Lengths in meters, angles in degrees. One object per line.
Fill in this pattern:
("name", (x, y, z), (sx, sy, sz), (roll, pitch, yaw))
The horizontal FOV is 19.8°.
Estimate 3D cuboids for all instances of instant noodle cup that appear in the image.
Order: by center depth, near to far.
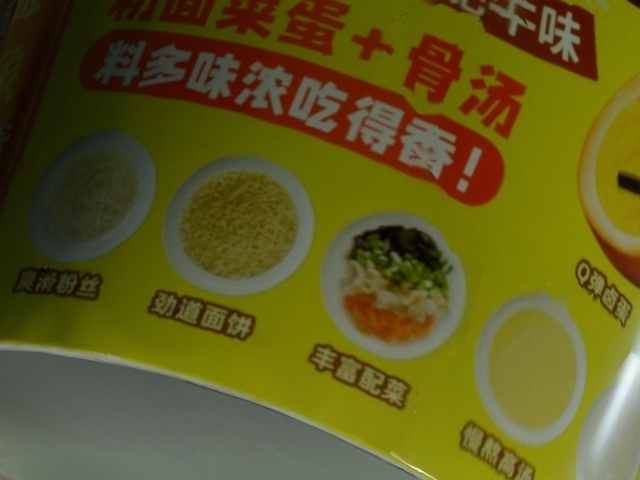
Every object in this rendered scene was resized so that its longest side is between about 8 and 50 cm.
("instant noodle cup", (0.000, 0.000, 0.604), (0.311, 0.311, 0.221), (13, -120, 14))
